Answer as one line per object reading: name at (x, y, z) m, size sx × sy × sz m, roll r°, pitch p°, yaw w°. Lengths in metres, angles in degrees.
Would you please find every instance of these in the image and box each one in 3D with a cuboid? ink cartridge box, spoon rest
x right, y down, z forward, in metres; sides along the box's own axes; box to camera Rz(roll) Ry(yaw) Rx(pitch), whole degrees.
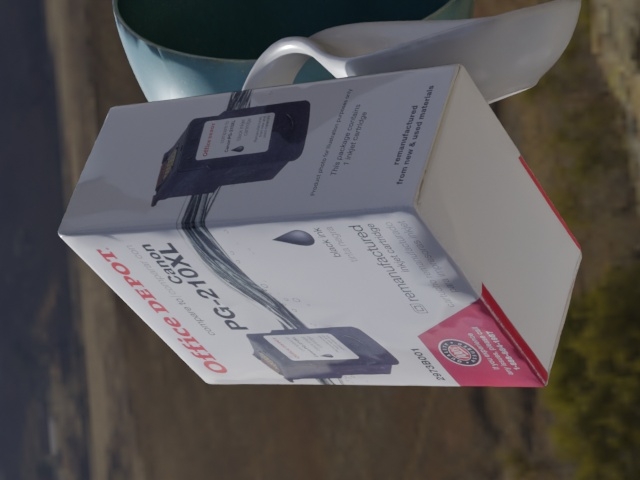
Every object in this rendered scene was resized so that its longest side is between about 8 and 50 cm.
ink cartridge box at (0.000, 0.000, 0.954) m, size 0.172 × 0.237 × 0.100 m, roll 51°, pitch -132°, yaw -41°
spoon rest at (0.036, -0.100, 1.004) m, size 0.276 × 0.137 × 0.084 m, roll -19°, pitch 91°, yaw 50°

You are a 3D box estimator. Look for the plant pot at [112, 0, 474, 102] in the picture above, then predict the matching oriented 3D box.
plant pot at (-0.012, -0.132, 1.397) m, size 0.290 × 0.290 × 0.195 m, roll -115°, pitch 15°, yaw -55°
